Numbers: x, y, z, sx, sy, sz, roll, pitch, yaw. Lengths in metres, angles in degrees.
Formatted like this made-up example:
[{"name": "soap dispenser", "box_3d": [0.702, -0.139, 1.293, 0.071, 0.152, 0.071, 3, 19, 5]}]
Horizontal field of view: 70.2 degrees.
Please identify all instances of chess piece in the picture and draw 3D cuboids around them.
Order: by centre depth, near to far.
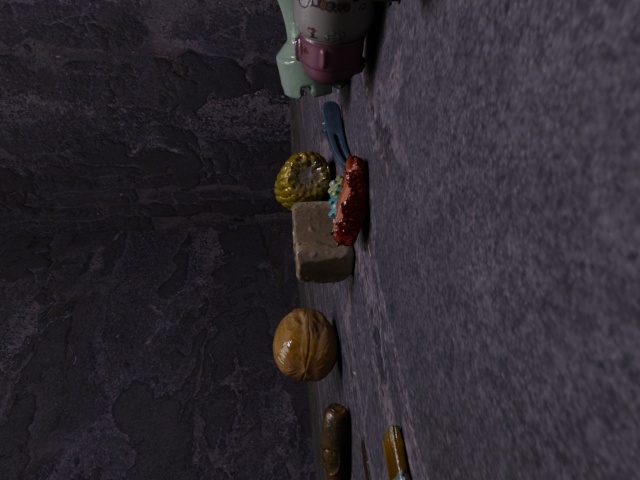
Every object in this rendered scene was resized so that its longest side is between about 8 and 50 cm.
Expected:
[{"name": "chess piece", "box_3d": [-0.031, -0.398, 0.747, 0.194, 0.195, 0.299, -101, 1, -54]}]

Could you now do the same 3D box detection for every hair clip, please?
[{"name": "hair clip", "box_3d": [0.039, -0.175, 0.836, 0.229, 0.039, 0.070, -106, 13, -47]}, {"name": "hair clip", "box_3d": [0.039, -0.075, 0.856, 0.172, 0.049, 0.049, -97, 7, -47]}]

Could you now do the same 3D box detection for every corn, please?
[{"name": "corn", "box_3d": [-0.051, -0.146, 1.192, 0.387, 0.144, 0.143, -155, 62, -85]}]

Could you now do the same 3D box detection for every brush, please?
[{"name": "brush", "box_3d": [0.106, 0.385, 0.496, 0.085, 0.020, 0.336, 95, 170, -53]}]

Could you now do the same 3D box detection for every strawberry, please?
[{"name": "strawberry", "box_3d": [0.049, -0.058, 0.719, 0.104, 0.048, 0.152, -89, 14, -59]}]

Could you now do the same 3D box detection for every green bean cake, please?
[{"name": "green bean cake", "box_3d": [0.000, 0.000, 0.906, 0.179, 0.109, 0.085, -101, 10, -50]}]

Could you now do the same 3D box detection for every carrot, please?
[{"name": "carrot", "box_3d": [0.037, 0.526, 1.059, 0.070, 0.070, 0.342, -107, 13, -67]}]

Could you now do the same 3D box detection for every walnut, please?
[{"name": "walnut", "box_3d": [-0.038, 0.263, 1.149, 0.197, 0.165, 0.165, -115, 23, -67]}]

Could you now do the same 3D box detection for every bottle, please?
[{"name": "bottle", "box_3d": [0.018, -0.311, 0.564, 0.233, 0.110, 0.110, 94, 171, -49]}]

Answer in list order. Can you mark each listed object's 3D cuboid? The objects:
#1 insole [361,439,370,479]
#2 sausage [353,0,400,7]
[{"name": "insole", "box_3d": [0.085, 0.430, 0.818, 0.045, 0.002, 0.135, 94, 171, -53]}, {"name": "sausage", "box_3d": [0.051, -0.344, 0.373, 0.083, 0.083, 0.263, -154, 62, -83]}]
